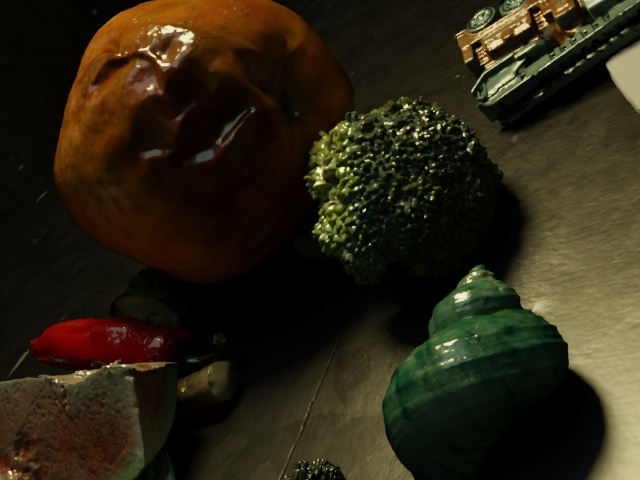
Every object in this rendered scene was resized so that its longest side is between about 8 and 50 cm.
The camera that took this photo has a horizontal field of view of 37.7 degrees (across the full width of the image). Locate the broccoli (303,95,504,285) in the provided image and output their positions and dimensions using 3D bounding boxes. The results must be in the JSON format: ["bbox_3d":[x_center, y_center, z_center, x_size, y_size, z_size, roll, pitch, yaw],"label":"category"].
[{"bbox_3d":[0.103,-0.070,1.236,0.288,0.235,0.260,-12,10,-34],"label":"broccoli"}]

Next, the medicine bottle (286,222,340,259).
[{"bbox_3d":[0.000,0.000,1.446,0.057,0.057,0.199,-50,25,-24],"label":"medicine bottle"}]

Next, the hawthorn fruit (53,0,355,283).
[{"bbox_3d":[-0.177,-0.166,1.411,0.472,0.471,0.471,-31,25,16],"label":"hawthorn fruit"}]

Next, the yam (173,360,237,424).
[{"bbox_3d":[-0.242,0.244,1.345,0.300,0.066,0.066,-26,27,26],"label":"yam"}]

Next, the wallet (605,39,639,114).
[{"bbox_3d":[0.444,-0.223,1.252,0.095,0.033,0.190,-30,26,14],"label":"wallet"}]

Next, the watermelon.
[{"bbox_3d":[-0.343,0.238,1.245,0.305,0.180,0.224,-9,33,18],"label":"watermelon"}]

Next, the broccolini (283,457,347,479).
[{"bbox_3d":[-0.041,0.309,0.953,0.091,0.068,0.202,12,52,36],"label":"broccolini"}]

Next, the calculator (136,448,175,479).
[{"bbox_3d":[-0.279,0.400,1.137,0.256,0.054,0.386,-34,23,10],"label":"calculator"}]

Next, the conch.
[{"bbox_3d":[0.148,0.125,0.927,0.196,0.134,0.202,-10,37,44],"label":"conch"}]

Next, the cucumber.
[{"bbox_3d":[-0.240,0.073,1.575,0.134,0.134,0.244,-21,22,33],"label":"cucumber"}]

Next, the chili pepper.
[{"bbox_3d":[-0.299,0.170,1.435,0.388,0.110,0.110,5,45,29],"label":"chili pepper"}]

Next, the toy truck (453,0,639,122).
[{"bbox_3d":[0.378,-0.314,1.393,0.338,0.133,0.184,-29,36,26],"label":"toy truck"}]
